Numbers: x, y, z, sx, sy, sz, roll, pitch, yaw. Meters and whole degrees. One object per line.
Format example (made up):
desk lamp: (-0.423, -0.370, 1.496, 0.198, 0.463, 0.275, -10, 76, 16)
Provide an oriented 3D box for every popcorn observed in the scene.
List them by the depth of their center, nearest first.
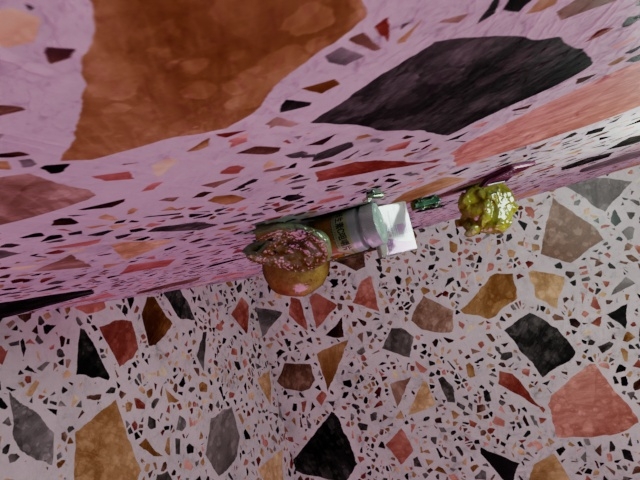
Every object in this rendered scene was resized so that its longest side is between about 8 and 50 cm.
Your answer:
popcorn: (0.674, -0.124, 1.934, 0.266, 0.233, 0.192, -41, -179, -3)

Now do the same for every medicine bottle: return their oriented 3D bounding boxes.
medicine bottle: (0.068, -0.019, 1.692, 0.318, 0.158, 0.158, -17, 174, 21)
medicine bottle: (0.276, -0.040, 1.818, 0.171, 0.201, 0.052, -11, 176, -26)

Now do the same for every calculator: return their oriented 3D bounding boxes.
calculator: (0.681, -0.245, 1.716, 0.126, 0.034, 0.190, -12, 168, -23)

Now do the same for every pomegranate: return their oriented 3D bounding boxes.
pomegranate: (-0.096, 0.099, 1.915, 0.281, 0.281, 0.281, -15, 175, -1)

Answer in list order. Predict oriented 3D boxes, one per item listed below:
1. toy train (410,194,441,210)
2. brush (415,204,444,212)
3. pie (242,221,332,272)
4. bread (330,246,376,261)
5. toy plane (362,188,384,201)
toy train: (0.428, -0.151, 1.906, 0.122, 0.050, 0.081, -14, 179, -16)
brush: (0.544, -0.159, 2.300, 0.193, 0.016, 0.063, -10, 173, -38)
pie: (-0.107, 0.028, 1.573, 0.302, 0.067, 0.302, -1, 147, -1)
bread: (0.196, -0.002, 2.292, 0.416, 0.113, 0.165, -15, -163, -18)
toy plane: (0.163, -0.137, 1.409, 0.083, 0.033, 0.080, -19, 178, -38)
